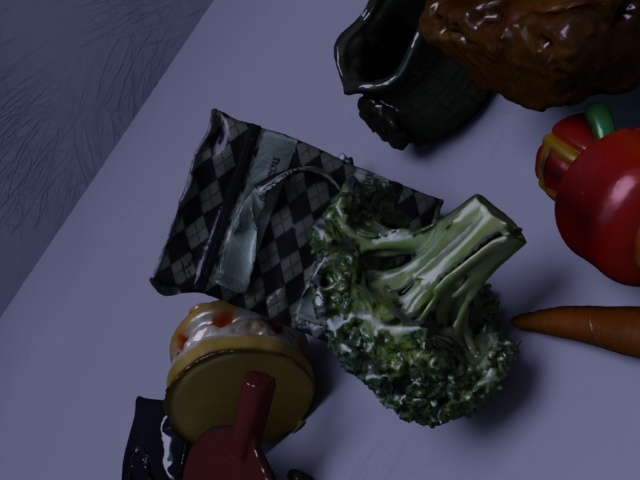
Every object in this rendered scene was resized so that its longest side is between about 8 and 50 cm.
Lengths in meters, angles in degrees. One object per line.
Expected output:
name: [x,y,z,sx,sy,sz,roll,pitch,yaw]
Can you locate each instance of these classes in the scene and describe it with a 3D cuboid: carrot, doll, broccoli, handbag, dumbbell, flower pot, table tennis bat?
carrot: [0.357,0.108,1.009,0.336,0.069,0.069,-1,65,62]
doll: [0.377,-0.041,0.980,0.363,0.160,0.183,-121,31,-58]
broccoli: [0.146,0.069,1.146,0.302,0.249,0.375,-33,61,6]
handbag: [-0.048,0.005,1.338,0.180,0.416,0.317,133,159,-81]
dumbbell: [-0.052,0.439,1.341,0.118,0.046,0.052,-64,27,-4]
handbag: [-0.351,0.440,1.725,0.254,0.088,0.211,-11,67,51]
flower pot: [0.165,-0.321,1.475,0.301,0.213,0.302,-35,40,35]
table tennis bat: [-0.139,0.406,1.337,0.268,0.051,0.415,30,115,42]

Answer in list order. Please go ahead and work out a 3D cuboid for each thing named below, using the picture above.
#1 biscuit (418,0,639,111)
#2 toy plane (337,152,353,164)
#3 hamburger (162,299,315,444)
biscuit: [0.379,-0.351,1.133,0.395,0.166,0.342,-38,35,-11]
toy plane: [-0.009,-0.005,1.580,0.204,0.103,0.316,-29,43,40]
hamburger: [-0.151,0.242,1.464,0.186,0.260,0.303,-103,23,-54]
